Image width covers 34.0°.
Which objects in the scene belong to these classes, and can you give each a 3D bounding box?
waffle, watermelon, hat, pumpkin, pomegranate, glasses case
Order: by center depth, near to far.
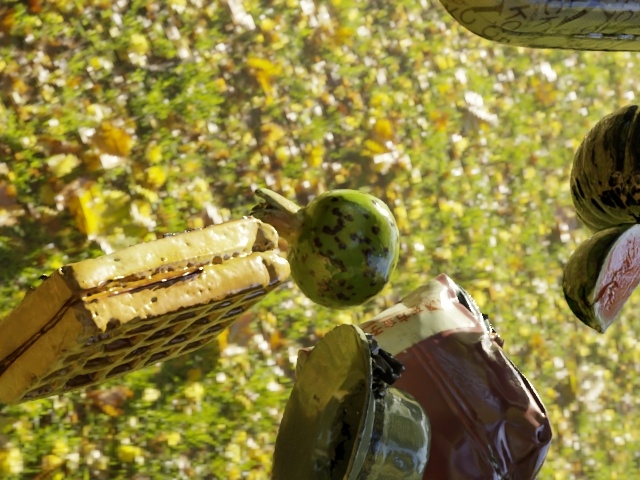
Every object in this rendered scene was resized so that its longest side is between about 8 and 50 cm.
[{"bbox_3d":[0.212,-0.199,0.710,0.354,0.085,0.137,-6,78,-32],"label":"glasses case"},{"bbox_3d":[0.050,0.229,1.178,0.130,0.257,0.257,18,64,-18],"label":"hat"},{"bbox_3d":[-0.206,0.079,1.195,0.327,0.224,0.098,-17,72,-52],"label":"waffle"},{"bbox_3d":[0.346,0.022,1.251,0.163,0.087,0.069,-50,161,-27],"label":"watermelon"},{"bbox_3d":[0.462,-0.069,1.441,0.250,0.250,0.216,43,61,-34],"label":"pumpkin"},{"bbox_3d":[0.003,0.017,1.961,0.286,0.231,0.231,0,77,-6],"label":"pomegranate"}]

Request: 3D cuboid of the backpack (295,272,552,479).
[{"bbox_3d":[0.152,0.225,1.384,0.283,0.317,0.197,-30,147,-15],"label":"backpack"}]
